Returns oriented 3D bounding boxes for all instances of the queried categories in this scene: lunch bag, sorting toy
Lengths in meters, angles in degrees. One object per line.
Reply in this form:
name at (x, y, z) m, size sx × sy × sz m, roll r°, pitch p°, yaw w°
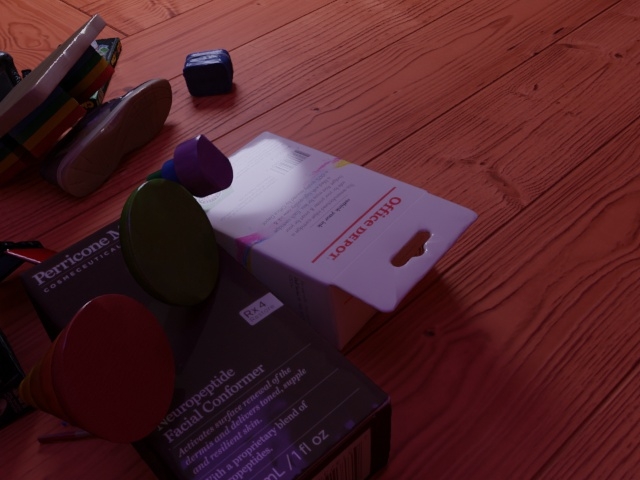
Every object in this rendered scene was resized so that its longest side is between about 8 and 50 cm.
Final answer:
lunch bag at (-0.214, -0.319, 1.310) m, size 0.098 × 0.067 × 0.065 m, roll -5°, pitch 41°, yaw 4°
sorting toy at (-0.190, 0.033, 0.674) m, size 0.126 × 0.127 × 0.366 m, roll -18°, pitch 37°, yaw 26°
sorting toy at (-0.461, -0.221, 1.148) m, size 0.255 × 0.089 × 0.257 m, roll -27°, pitch 32°, yaw 30°

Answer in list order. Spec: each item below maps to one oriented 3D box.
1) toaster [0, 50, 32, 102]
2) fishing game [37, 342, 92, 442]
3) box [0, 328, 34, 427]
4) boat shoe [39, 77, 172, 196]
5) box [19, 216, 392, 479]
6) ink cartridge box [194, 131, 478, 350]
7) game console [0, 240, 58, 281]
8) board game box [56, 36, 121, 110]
toaster at (-0.649, -0.265, 1.271) m, size 0.146 × 0.129 × 0.227 m, roll 1°, pitch 44°, yaw 12°
fishing game at (-0.249, 0.121, 0.848) m, size 0.189 × 0.041 × 0.264 m, roll -7°, pitch 42°, yaw 4°
box at (-0.407, 0.109, 0.778) m, size 0.077 × 0.180 × 0.147 m, roll -29°, pitch 46°, yaw -22°
boat shoe at (-0.357, -0.188, 1.163) m, size 0.092 × 0.103 × 0.285 m, roll 18°, pitch 54°, yaw 20°
box at (-0.124, 0.131, 0.718) m, size 0.191 × 0.143 × 0.381 m, roll -35°, pitch 53°, yaw -27°
ink cartridge box at (0.000, 0.000, 0.885) m, size 0.353 × 0.119 × 0.207 m, roll 25°, pitch 50°, yaw 32°
game console at (-0.388, 0.046, 0.909) m, size 0.124 × 0.144 × 0.085 m, roll -41°, pitch 91°, yaw -1°
board game box at (-0.492, -0.337, 1.401) m, size 0.136 × 0.030 × 0.260 m, roll -4°, pitch 42°, yaw 1°
